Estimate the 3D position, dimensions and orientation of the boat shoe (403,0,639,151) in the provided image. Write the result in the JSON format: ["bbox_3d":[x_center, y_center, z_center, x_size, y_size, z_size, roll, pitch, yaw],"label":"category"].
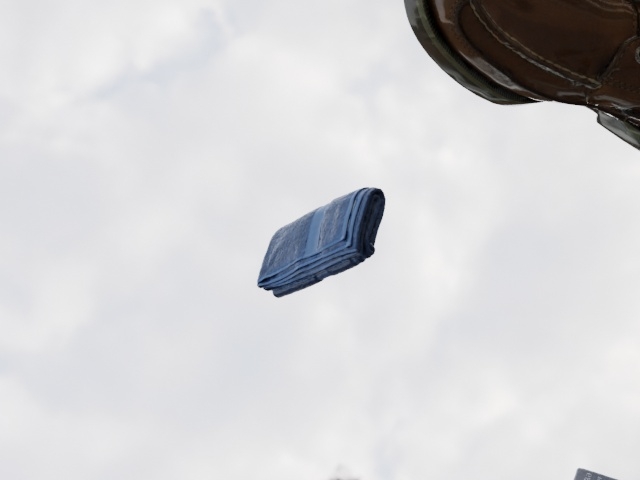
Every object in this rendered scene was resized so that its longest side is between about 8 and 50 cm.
[{"bbox_3d":[0.176,-0.124,1.060,0.307,0.104,0.110,12,-100,-46],"label":"boat shoe"}]

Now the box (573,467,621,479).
[{"bbox_3d":[0.283,0.299,1.649,0.156,0.158,0.093,-53,-23,-61],"label":"box"}]

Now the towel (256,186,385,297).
[{"bbox_3d":[0.000,0.000,1.406,0.029,0.119,0.067,33,-126,-26],"label":"towel"}]
